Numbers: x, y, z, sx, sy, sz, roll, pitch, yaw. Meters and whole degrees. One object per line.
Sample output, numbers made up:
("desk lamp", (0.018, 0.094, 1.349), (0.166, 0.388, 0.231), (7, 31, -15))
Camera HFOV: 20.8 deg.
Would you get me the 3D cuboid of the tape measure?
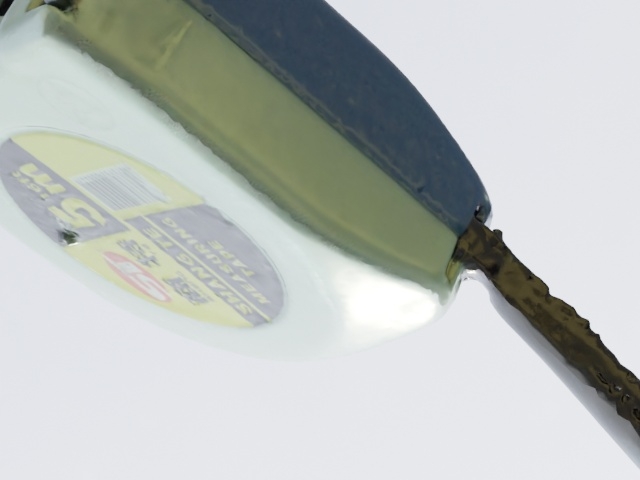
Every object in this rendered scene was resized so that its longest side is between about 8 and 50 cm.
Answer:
("tape measure", (0.000, 0.000, 0.715), (0.351, 0.215, 0.098), (41, -117, -23))
